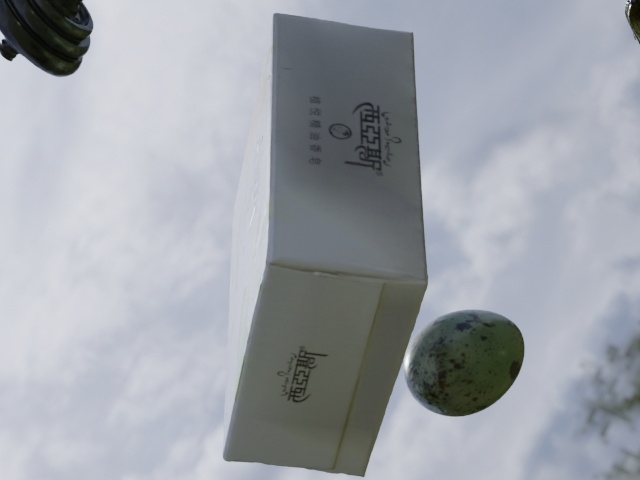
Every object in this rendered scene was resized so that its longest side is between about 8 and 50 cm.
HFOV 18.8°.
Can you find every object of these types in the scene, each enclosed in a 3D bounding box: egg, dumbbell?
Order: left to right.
[{"bbox_3d":[-0.190,-0.243,1.691,0.254,0.110,0.110,-39,-16,18],"label":"dumbbell"},{"bbox_3d":[0.119,0.099,1.589,0.110,0.085,0.085,-24,-43,-34],"label":"egg"}]

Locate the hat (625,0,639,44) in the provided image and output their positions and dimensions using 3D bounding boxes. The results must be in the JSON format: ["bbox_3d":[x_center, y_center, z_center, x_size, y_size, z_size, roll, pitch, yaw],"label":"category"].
[{"bbox_3d":[0.270,-0.173,1.434,0.076,0.077,0.059,57,-140,-25],"label":"hat"}]

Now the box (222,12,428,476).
[{"bbox_3d":[0.000,0.000,1.326,0.260,0.111,0.194,-87,9,-47],"label":"box"}]
